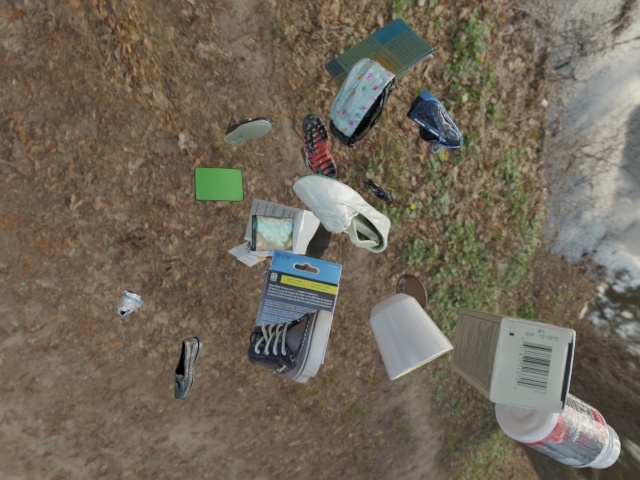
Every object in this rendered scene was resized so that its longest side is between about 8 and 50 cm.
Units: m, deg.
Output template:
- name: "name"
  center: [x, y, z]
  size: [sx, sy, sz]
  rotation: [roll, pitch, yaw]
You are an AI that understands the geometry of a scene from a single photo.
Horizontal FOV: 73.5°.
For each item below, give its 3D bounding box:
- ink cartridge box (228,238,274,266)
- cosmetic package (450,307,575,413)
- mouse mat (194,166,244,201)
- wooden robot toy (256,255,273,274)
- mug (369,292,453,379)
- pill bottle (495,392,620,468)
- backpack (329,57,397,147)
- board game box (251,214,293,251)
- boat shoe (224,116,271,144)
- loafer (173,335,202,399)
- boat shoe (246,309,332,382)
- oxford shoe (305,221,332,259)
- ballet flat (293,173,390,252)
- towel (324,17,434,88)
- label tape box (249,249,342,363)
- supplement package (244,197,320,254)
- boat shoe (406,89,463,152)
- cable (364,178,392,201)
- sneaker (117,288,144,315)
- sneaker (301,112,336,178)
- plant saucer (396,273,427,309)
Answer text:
- name: "ink cartridge box"
  center: [-0.284, 0.050, 1.806]
  size: [0.182, 0.061, 0.104]
  rotation: [-25, 149, 14]
- name: "cosmetic package"
  center: [0.369, 0.225, 0.867]
  size: [0.130, 0.296, 0.153]
  rotation: [10, 86, 5]
- name: "mouse mat"
  center: [-0.402, -0.224, 1.704]
  size: [0.190, 0.152, 0.007]
  rotation: [0, 158, -20]
- name: "wooden robot toy"
  center: [-0.175, 0.099, 1.740]
  size: [0.079, 0.174, 0.076]
  rotation: [-2, 90, -53]
- name: "mug"
  center: [0.076, 0.087, 0.398]
  size: [0.062, 0.064, 0.078]
  rotation: [-24, 158, -12]
- name: "pill bottle"
  center: [0.644, 0.496, 1.152]
  size: [0.319, 0.176, 0.176]
  rotation: [30, 108, -19]
- name: "backpack"
  center: [0.098, -0.332, 1.018]
  size: [0.115, 0.151, 0.182]
  rotation: [32, 137, -4]
- name: "board game box"
  center: [-0.167, -0.023, 1.520]
  size: [0.186, 0.026, 0.125]
  rotation: [1, 90, -51]
- name: "boat shoe"
  center: [-0.262, -0.409, 1.535]
  size: [0.084, 0.233, 0.079]
  rotation: [25, 68, -43]
- name: "loafer"
  center: [-0.569, 0.526, 1.771]
  size: [0.084, 0.096, 0.267]
  rotation: [17, 87, -54]
- name: "boat shoe"
  center: [-0.081, 0.231, 0.949]
  size: [0.158, 0.127, 0.340]
  rotation: [17, 146, -2]
- name: "oxford shoe"
  center: [0.000, 0.000, 1.618]
  size: [0.076, 0.076, 0.212]
  rotation: [29, 68, -4]
- name: "ballet flat"
  center: [0.082, -0.064, 1.253]
  size: [0.400, 0.139, 0.139]
  rotation: [26, 109, -44]
- name: "towel"
  center: [0.230, -0.728, 1.734]
  size: [0.370, 0.271, 0.040]
  rotation: [-32, 150, 5]
- name: "label tape box"
  center: [-0.085, 0.230, 1.490]
  size: [0.250, 0.115, 0.347]
  rotation: [13, 79, -8]
- name: "supplement package"
  center: [-0.167, -0.062, 1.960]
  size: [0.199, 0.263, 0.197]
  rotation: [6, 99, -66]
- name: "boat shoe"
  center: [0.298, -0.307, 1.152]
  size: [0.089, 0.109, 0.258]
  rotation: [-44, 138, 15]
- name: "cable"
  center: [0.305, -0.251, 2.188]
  size: [0.047, 0.151, 0.184]
  rotation: [-57, 147, -3]
- name: "sneaker"
  center: [-0.674, 0.225, 1.497]
  size: [0.072, 0.190, 0.082]
  rotation: [27, 70, -6]
- name: "sneaker"
  center: [-0.024, -0.343, 1.551]
  size: [0.098, 0.135, 0.276]
  rotation: [-30, 136, -11]
- name: "plant saucer"
  center: [0.441, 0.253, 2.044]
  size: [0.036, 0.198, 0.198]
  rotation: [-10, 129, -33]
